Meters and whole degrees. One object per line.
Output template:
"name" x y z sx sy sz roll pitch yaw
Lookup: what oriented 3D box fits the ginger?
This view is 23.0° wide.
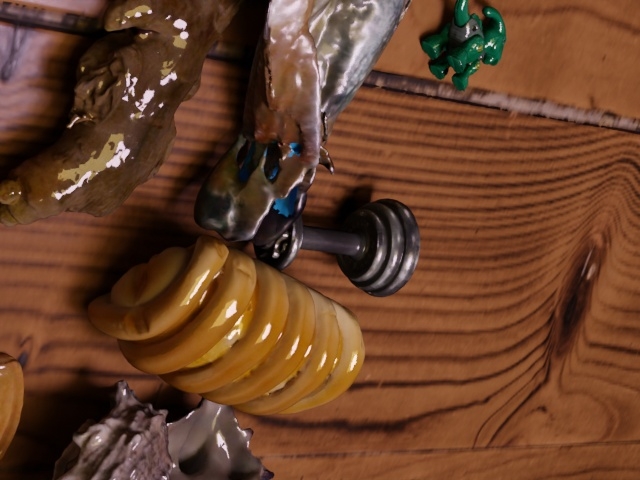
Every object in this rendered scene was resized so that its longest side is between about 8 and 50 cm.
"ginger" -0.172 -0.135 1.449 0.333 0.080 0.166 -51 151 3

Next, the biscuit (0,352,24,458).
"biscuit" -0.374 0.201 1.541 0.221 0.029 0.142 -41 137 -12

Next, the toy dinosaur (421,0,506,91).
"toy dinosaur" 0.163 -0.222 1.705 0.096 0.059 0.132 -45 147 -20

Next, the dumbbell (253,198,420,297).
"dumbbell" 0.000 0.000 1.681 0.254 0.110 0.110 7 113 -37

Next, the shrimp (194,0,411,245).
"shrimp" -0.004 -0.195 1.511 0.221 0.110 0.445 -11 126 -60

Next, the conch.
"conch" -0.190 0.253 1.646 0.313 0.186 0.240 -10 111 -39

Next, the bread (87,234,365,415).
"bread" -0.078 0.102 1.632 0.173 0.121 0.311 -31 143 27
